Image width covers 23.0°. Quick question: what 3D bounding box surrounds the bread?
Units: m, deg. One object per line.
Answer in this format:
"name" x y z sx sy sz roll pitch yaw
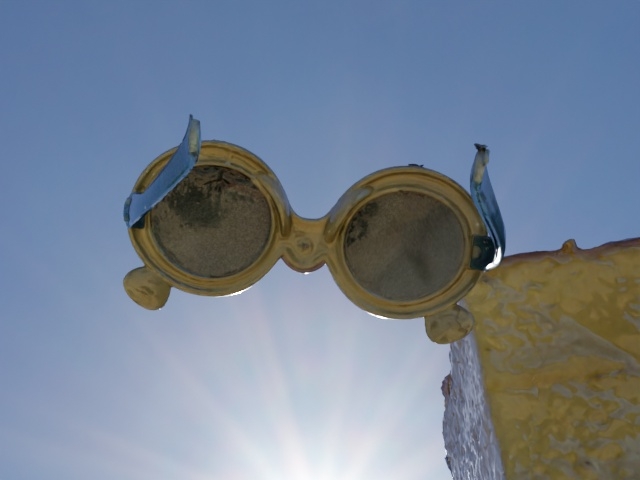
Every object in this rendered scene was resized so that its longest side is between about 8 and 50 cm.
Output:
"bread" 0.231 0.139 1.056 0.279 0.207 0.279 -9 -35 -1

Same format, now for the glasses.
"glasses" 0.003 -0.030 0.734 0.189 0.088 0.220 7 -20 -4
